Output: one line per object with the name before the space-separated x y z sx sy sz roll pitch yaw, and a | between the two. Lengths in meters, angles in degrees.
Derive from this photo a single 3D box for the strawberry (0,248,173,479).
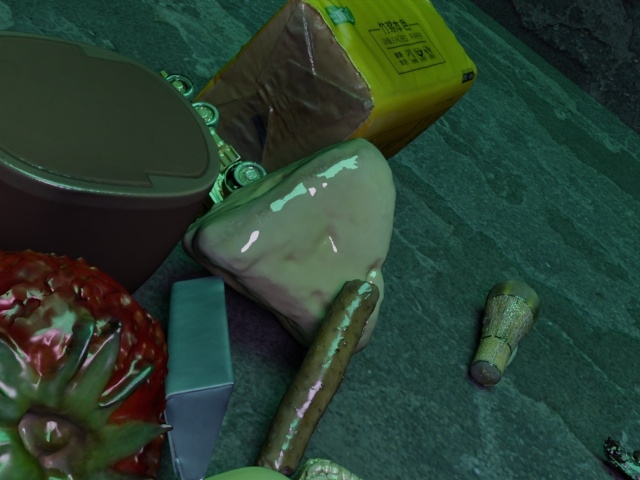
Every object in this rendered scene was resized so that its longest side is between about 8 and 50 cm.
strawberry | -0.269 0.114 0.688 0.250 0.239 0.288 17 0 -38

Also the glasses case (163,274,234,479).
glasses case | -0.130 0.120 0.839 0.056 0.105 0.266 16 14 -13

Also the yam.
yam | -0.001 0.150 0.922 0.056 0.057 0.241 30 68 -3

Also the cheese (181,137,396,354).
cheese | 0.000 0.000 1.047 0.251 0.248 0.173 47 -16 -19

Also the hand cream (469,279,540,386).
hand cream | 0.268 0.141 1.262 0.084 0.084 0.203 35 37 4

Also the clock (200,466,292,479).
clock | -0.056 0.342 0.683 0.235 0.096 0.308 -4 47 -45

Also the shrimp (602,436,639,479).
shrimp | 0.460 0.334 1.208 0.161 0.034 0.091 41 20 2

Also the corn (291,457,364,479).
corn | 0.056 0.299 0.851 0.211 0.087 0.087 33 32 1

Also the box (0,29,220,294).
box | -0.283 -0.063 0.932 0.301 0.216 0.301 21 35 -15

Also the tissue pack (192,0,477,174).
tissue pack | 0.028 -0.230 1.338 0.228 0.293 0.382 55 35 4

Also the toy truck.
toy truck | -0.185 -0.101 1.182 0.135 0.128 0.259 -31 67 -28
